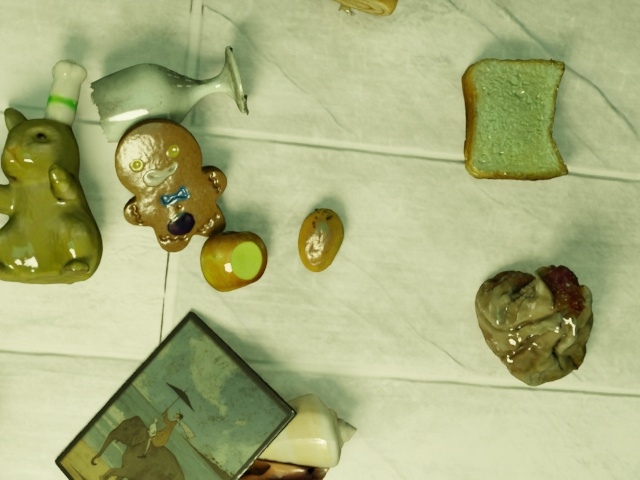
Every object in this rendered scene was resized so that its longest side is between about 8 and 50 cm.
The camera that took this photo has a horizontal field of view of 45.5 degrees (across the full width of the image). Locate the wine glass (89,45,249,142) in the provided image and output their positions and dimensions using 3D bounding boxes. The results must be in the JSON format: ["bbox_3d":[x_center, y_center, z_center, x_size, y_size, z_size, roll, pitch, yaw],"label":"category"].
[{"bbox_3d":[-0.248,-0.239,1.259,0.241,0.126,0.126,-15,92,-10],"label":"wine glass"}]

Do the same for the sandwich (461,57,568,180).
[{"bbox_3d":[0.346,-0.215,1.362,0.186,0.065,0.215,2,89,-7],"label":"sandwich"}]

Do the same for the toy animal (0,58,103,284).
[{"bbox_3d":[-0.448,-0.102,1.202,0.181,0.180,0.363,-9,93,12],"label":"toy animal"}]

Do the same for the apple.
[{"bbox_3d":[-0.146,0.035,1.285,0.114,0.099,0.102,-9,98,-36],"label":"apple"}]

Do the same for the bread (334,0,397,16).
[{"bbox_3d":[0.064,-0.433,1.299,0.149,0.122,0.073,17,91,-6],"label":"bread"}]

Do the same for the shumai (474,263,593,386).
[{"bbox_3d":[0.382,0.153,1.305,0.183,0.185,0.218,-23,93,-6],"label":"shumai"}]

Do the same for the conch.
[{"bbox_3d":[-0.060,0.343,1.302,0.255,0.127,0.158,-6,93,18],"label":"conch"}]

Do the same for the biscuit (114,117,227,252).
[{"bbox_3d":[-0.246,-0.089,1.251,0.179,0.039,0.236,-25,121,-4],"label":"biscuit"}]

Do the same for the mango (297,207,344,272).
[{"bbox_3d":[0.000,0.000,1.326,0.078,0.057,0.114,9,97,-11],"label":"mango"}]

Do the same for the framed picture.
[{"bbox_3d":[-0.244,0.326,1.260,0.265,0.016,0.347,41,85,20],"label":"framed picture"}]
